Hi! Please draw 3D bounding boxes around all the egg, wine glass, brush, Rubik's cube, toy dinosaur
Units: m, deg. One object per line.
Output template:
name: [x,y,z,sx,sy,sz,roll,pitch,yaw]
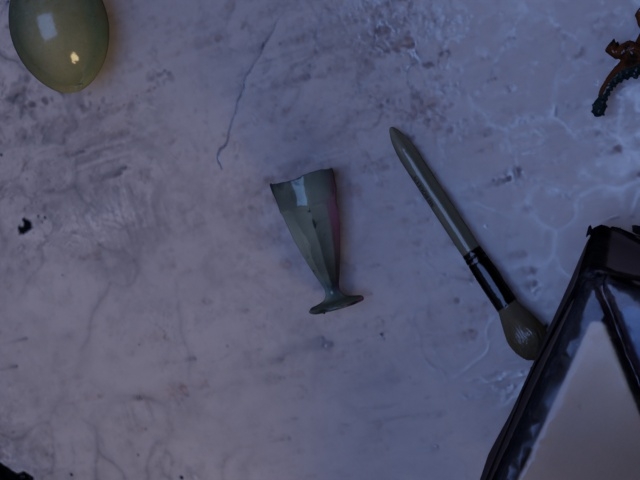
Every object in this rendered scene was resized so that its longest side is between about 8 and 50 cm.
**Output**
egg: [-0.303,-0.247,1.465,0.114,0.114,0.152,-11,94,23]
wine glass: [0.000,0.000,1.406,0.073,0.073,0.155,-15,96,23]
brush: [0.159,-0.001,1.363,0.042,0.039,0.299,-34,81,19]
Rubik's cube: [0.331,0.190,1.165,0.305,0.310,0.307,24,105,9]
toy dinosaur: [0.319,-0.189,1.260,0.055,0.049,0.154,38,104,10]
